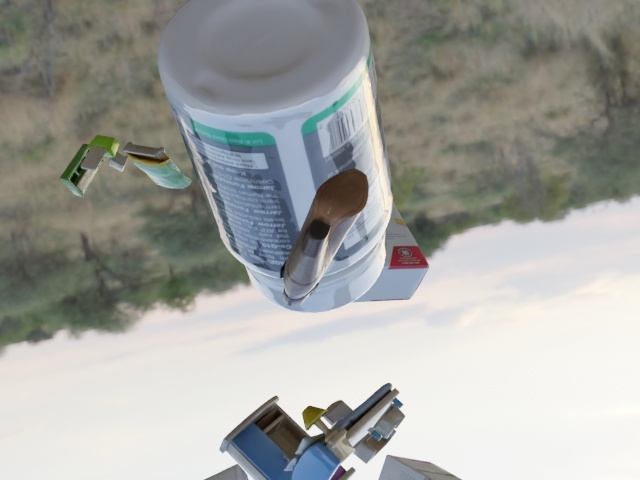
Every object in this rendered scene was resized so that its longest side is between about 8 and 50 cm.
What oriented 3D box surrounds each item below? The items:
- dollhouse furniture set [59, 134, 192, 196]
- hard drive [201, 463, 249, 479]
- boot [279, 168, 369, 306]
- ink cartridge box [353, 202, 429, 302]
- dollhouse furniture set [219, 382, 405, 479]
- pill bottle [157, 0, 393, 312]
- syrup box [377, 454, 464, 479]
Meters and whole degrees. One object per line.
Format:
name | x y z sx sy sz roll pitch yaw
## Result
dollhouse furniture set | -0.241 -0.080 1.261 0.152 0.058 0.076 12 154 29
hard drive | -0.259 0.500 1.549 0.353 0.047 0.233 -27 -144 11
boot | 0.000 0.000 0.902 0.118 0.042 0.087 -52 169 -44
ink cartridge box | 0.054 -0.001 1.457 0.127 0.175 0.072 -1 135 -27
dollhouse furniture set | 0.009 0.283 1.740 0.286 0.198 0.303 -36 161 -38
pill bottle | -0.031 -0.087 1.100 0.204 0.204 0.361 -12 143 1
syrup box | 0.177 0.370 1.364 0.096 0.093 0.237 18 -179 -39
